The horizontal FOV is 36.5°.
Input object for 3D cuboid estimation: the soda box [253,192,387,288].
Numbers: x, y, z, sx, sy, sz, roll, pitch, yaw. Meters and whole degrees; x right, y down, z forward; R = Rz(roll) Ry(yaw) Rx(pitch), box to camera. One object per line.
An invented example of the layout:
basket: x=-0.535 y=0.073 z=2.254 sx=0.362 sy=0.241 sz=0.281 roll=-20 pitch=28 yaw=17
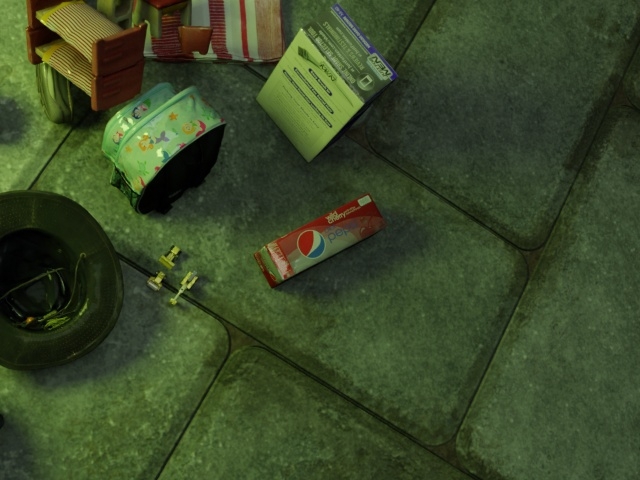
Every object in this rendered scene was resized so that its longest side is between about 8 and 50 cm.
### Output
soda box: x=0.000 y=0.000 z=1.992 sx=0.263 sy=0.092 sz=0.083 roll=-27 pitch=87 yaw=-23

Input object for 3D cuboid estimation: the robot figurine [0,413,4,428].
robot figurine: x=-0.680 y=0.274 z=1.641 sx=0.278 sy=0.209 sz=0.173 roll=40 pitch=76 yaw=-16

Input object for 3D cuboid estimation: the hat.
hat: x=-0.527 y=0.066 z=1.779 sx=0.331 sy=0.134 sz=0.331 roll=-2 pitch=96 yaw=-22

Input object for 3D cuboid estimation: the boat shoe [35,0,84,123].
boat shoe: x=-0.494 y=-0.404 z=1.910 sx=0.130 sy=0.132 sz=0.355 roll=-2 pitch=78 yaw=-19

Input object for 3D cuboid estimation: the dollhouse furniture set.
dollhouse furniture set: x=-0.344 y=-0.405 z=1.817 sx=0.201 sy=0.152 sz=0.374 roll=35 pitch=45 yaw=22

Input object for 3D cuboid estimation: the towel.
towel: x=-0.238 y=-0.492 z=2.069 sx=0.329 sy=0.037 sz=0.237 roll=-2 pitch=76 yaw=-19

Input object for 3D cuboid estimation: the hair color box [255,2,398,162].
hair color box: x=0.003 y=-0.304 z=1.937 sx=0.110 sy=0.339 sz=0.185 roll=-40 pitch=91 yaw=-22

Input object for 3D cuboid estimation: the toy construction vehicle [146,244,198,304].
toy construction vehicle: x=-0.288 y=0.067 z=1.911 sx=0.086 sy=0.035 sz=0.098 roll=40 pitch=68 yaw=-5

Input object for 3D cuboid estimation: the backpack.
backpack: x=-0.296 y=-0.185 z=1.854 sx=0.225 sy=0.253 sz=0.191 roll=-39 pitch=91 yaw=-22
